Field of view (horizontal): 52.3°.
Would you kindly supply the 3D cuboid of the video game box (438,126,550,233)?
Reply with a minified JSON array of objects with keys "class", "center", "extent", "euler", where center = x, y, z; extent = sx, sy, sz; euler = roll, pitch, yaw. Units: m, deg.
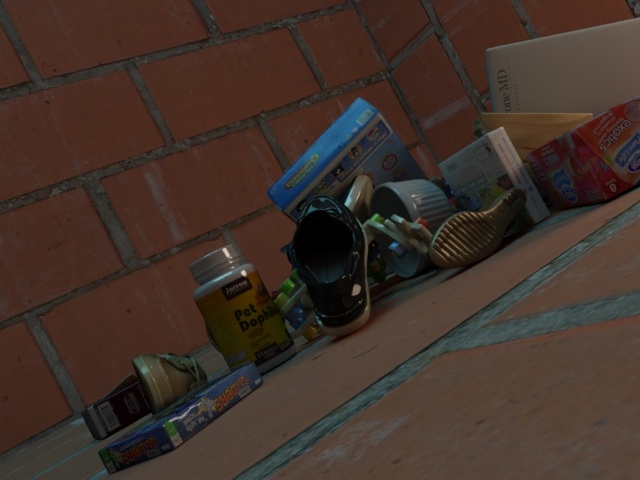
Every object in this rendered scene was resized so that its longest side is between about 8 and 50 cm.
[{"class":"video game box","center":[0.331,-0.101,1.268],"extent":[0.048,0.187,0.205],"euler":[-25,-2,-18]}]

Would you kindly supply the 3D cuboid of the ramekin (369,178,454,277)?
[{"class":"ramekin","center":[0.199,-0.033,1.386],"extent":[0.109,0.207,0.207],"euler":[-17,-5,-20]}]

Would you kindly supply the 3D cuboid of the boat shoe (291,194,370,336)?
[{"class":"boat shoe","center":[0.008,0.003,1.095],"extent":[0.127,0.113,0.340],"euler":[-15,38,11]}]

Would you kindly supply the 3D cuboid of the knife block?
[{"class":"knife block","center":[0.473,-0.210,1.269],"extent":[0.242,0.275,0.088],"euler":[-44,-3,0]}]

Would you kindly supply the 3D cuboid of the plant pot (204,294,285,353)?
[{"class":"plant pot","center":[-0.157,0.183,1.485],"extent":[0.167,0.167,0.165],"euler":[-28,-10,6]}]

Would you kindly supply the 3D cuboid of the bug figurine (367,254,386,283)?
[{"class":"bug figurine","center":[0.169,0.008,1.563],"extent":[0.279,0.072,0.216],"euler":[-28,-43,2]}]

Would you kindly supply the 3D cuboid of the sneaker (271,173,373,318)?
[{"class":"sneaker","center":[0.000,0.000,1.432],"extent":[0.350,0.148,0.131],"euler":[-65,-29,-17]}]

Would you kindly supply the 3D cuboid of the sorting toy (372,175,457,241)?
[{"class":"sorting toy","center":[0.246,-0.047,1.652],"extent":[0.348,0.047,0.196],"euler":[-28,-40,-19]}]

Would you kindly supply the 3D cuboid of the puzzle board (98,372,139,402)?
[{"class":"puzzle board","center":[-0.450,0.362,1.528],"extent":[0.096,0.011,0.128],"euler":[-42,-32,-8]}]

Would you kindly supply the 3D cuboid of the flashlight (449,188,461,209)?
[{"class":"flashlight","center":[0.308,-0.060,1.875],"extent":[0.304,0.103,0.103],"euler":[-30,-29,23]}]

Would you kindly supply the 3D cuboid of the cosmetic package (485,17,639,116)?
[{"class":"cosmetic package","center":[0.596,-0.330,1.382],"extent":[0.453,0.230,0.161],"euler":[-9,4,16]}]

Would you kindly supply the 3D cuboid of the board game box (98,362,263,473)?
[{"class":"board game box","center":[-0.186,0.241,0.899],"extent":[0.136,0.035,0.201],"euler":[-29,-2,32]}]

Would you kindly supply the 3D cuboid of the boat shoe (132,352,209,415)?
[{"class":"boat shoe","center":[-0.242,0.234,1.095],"extent":[0.098,0.109,0.302],"euler":[-22,-12,-10]}]

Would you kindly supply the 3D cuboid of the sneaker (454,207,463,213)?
[{"class":"sneaker","center":[0.361,-0.042,1.575],"extent":[0.232,0.081,0.090],"euler":[-18,-9,-33]}]

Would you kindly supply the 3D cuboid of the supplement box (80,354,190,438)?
[{"class":"supplement box","center":[-0.396,0.345,1.442],"extent":[0.239,0.073,0.130],"euler":[-26,-3,-31]}]

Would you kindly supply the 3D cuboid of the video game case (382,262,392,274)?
[{"class":"video game case","center":[0.289,0.026,1.876],"extent":[0.300,0.036,0.329],"euler":[-26,-3,-45]}]

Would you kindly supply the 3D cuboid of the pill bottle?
[{"class":"pill bottle","center":[-0.137,0.120,1.101],"extent":[0.117,0.215,0.117],"euler":[-28,-1,-1]}]

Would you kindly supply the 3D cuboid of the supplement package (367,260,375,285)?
[{"class":"supplement package","center":[0.047,0.108,1.774],"extent":[0.179,0.105,0.105],"euler":[-28,-2,-11]}]

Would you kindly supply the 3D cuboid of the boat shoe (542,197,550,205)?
[{"class":"boat shoe","center":[0.530,-0.149,1.472],"extent":[0.158,0.127,0.340],"euler":[-21,7,10]}]

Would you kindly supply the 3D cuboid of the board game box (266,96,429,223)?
[{"class":"board game box","center":[0.074,-0.127,1.544],"extent":[0.308,0.086,0.302],"euler":[-45,-40,2]}]

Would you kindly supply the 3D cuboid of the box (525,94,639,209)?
[{"class":"box","center":[0.458,-0.137,1.091],"extent":[0.128,0.122,0.257],"euler":[-27,-2,2]}]

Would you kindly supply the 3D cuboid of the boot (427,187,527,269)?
[{"class":"boot","center":[0.250,0.014,1.167],"extent":[0.248,0.090,0.207],"euler":[-32,-13,-30]}]

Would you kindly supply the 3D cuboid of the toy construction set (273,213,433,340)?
[{"class":"toy construction set","center":[0.052,0.046,1.236],"extent":[0.328,0.151,0.215],"euler":[-34,-4,-6]}]
